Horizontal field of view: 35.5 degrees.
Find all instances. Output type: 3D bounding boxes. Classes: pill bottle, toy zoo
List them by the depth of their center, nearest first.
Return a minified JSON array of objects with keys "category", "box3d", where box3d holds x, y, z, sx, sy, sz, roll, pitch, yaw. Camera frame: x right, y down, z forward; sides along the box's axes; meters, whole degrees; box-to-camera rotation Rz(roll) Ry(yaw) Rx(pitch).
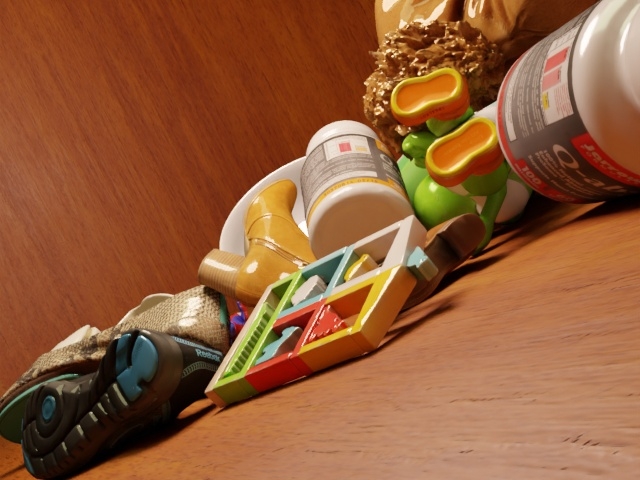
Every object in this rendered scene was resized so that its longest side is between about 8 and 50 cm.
[{"category":"pill bottle","box3d":[0.336,-0.156,1.050,0.210,0.210,0.363,-27,1,-9]},{"category":"toy zoo","box3d":[0.010,0.074,1.105,0.293,0.030,0.192,-27,23,40]},{"category":"pill bottle","box3d":[0.051,-0.072,1.548,0.162,0.162,0.278,-27,29,11]}]

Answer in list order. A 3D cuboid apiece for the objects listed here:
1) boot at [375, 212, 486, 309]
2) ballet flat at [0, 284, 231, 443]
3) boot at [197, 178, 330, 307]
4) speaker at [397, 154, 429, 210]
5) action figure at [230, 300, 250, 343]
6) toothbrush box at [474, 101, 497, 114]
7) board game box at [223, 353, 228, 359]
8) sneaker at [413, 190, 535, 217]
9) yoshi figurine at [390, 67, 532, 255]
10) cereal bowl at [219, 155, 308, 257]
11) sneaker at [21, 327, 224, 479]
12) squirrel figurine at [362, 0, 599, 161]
[{"category":"boot","box3d":[0.114,0.042,1.245,0.197,0.073,0.152,-29,-7,-10]},{"category":"ballet flat","box3d":[-0.335,0.195,1.650,0.482,0.164,0.182,-25,40,27]},{"category":"boot","box3d":[-0.036,0.016,1.590,0.211,0.104,0.295,16,40,21]},{"category":"speaker","box3d":[0.179,-0.092,1.834,0.296,0.131,0.131,-52,-11,28]},{"category":"action figure","box3d":[-0.210,0.153,2.009,0.091,0.139,0.280,-26,-1,12]},{"category":"toothbrush box","box3d":[0.421,-0.207,1.756,0.216,0.126,0.295,-1,-5,-16]},{"category":"board game box","box3d":[-0.107,0.169,1.351,0.136,0.030,0.259,-25,0,-30]},{"category":"sneaker","box3d":[0.270,-0.072,1.685,0.276,0.098,0.135,-26,-2,-29]},{"category":"yoshi figurine","box3d":[0.188,-0.085,1.404,0.203,0.204,0.362,17,-10,26]},{"category":"cereal bowl","box3d":[0.000,0.000,1.757,0.339,0.141,0.339,-18,40,16]},{"category":"sneaker","box3d":[-0.257,0.219,1.261,0.341,0.125,0.139,-30,-28,36]},{"category":"squirrel figurine","box3d":[0.245,-0.299,1.506,0.397,0.281,0.370,-54,22,-21]}]
